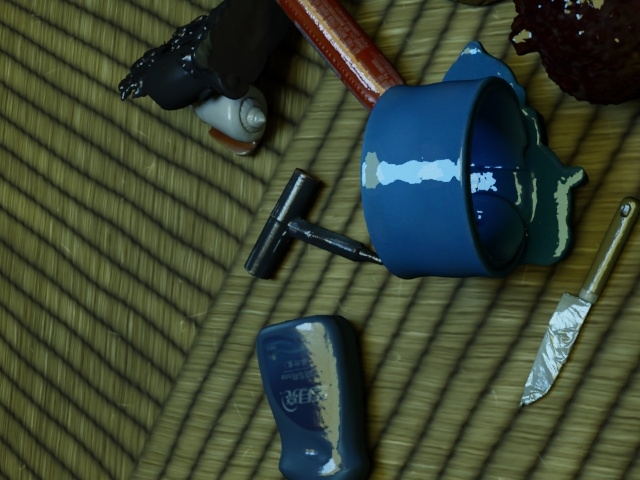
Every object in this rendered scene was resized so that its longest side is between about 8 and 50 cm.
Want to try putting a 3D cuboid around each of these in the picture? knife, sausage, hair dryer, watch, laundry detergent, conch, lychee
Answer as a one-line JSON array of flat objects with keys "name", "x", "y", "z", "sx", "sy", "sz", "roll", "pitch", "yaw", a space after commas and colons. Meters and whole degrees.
[{"name": "knife", "x": 0.318, "y": 0.080, "z": 1.157, "sx": 0.047, "sy": 0.017, "sz": 0.297, "roll": 29, "pitch": 103, "yaw": 33}, {"name": "sausage", "x": 0.042, "y": -0.266, "z": 1.317, "sx": 0.074, "sy": 0.074, "sz": 0.274, "roll": -42, "pitch": 77, "yaw": 20}, {"name": "hair dryer", "x": -0.003, "y": 0.015, "z": 1.348, "sx": 0.195, "sy": 0.050, "sz": 0.173, "roll": 36, "pitch": 105, "yaw": 26}, {"name": "watch", "x": 0.172, "y": -0.106, "z": 1.118, "sx": 0.241, "sy": 0.274, "sz": 0.305, "roll": -3, "pitch": 87, "yaw": 32}, {"name": "laundry detergent", "x": -0.004, "y": 0.252, "z": 1.285, "sx": 0.143, "sy": 0.094, "sz": 0.289, "roll": -16, "pitch": 75, "yaw": 25}, {"name": "conch", "x": -0.145, "y": -0.187, "z": 1.430, "sx": 0.176, "sy": 0.104, "sz": 0.094, "roll": -1, "pitch": 61, "yaw": 34}, {"name": "lychee", "x": 0.334, "y": -0.287, "z": 1.060, "sx": 0.261, "sy": 0.261, "sz": 0.260, "roll": -4, "pitch": 82, "yaw": 31}]

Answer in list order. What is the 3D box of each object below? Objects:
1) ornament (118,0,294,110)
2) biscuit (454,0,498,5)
[{"name": "ornament", "x": -0.183, "y": -0.299, "z": 1.426, "sx": 0.260, "sy": 0.106, "sz": 0.251, "roll": 0, "pitch": 49, "yaw": 49}, {"name": "biscuit", "x": 0.227, "y": -0.427, "z": 1.263, "sx": 0.226, "sy": 0.042, "sz": 0.225, "roll": -4, "pitch": 83, "yaw": 32}]
